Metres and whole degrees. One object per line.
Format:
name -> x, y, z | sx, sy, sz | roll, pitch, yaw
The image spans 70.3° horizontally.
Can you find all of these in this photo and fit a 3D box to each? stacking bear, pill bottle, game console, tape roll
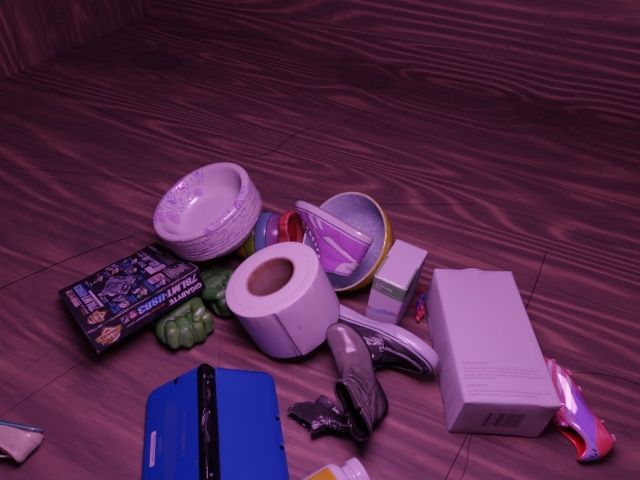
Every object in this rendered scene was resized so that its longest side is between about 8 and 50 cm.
stacking bear -> -0.211, -0.010, 1.362 | 0.288, 0.176, 0.164 | 2, 16, 14
pill bottle -> 0.005, 0.500, 0.875 | 0.184, 0.103, 0.103 | -21, 49, -22
game console -> -0.231, 0.438, 0.984 | 0.250, 0.173, 0.293 | -29, 44, 12
tape roll -> -0.091, 0.144, 1.137 | 0.246, 0.169, 0.246 | -16, 38, 13

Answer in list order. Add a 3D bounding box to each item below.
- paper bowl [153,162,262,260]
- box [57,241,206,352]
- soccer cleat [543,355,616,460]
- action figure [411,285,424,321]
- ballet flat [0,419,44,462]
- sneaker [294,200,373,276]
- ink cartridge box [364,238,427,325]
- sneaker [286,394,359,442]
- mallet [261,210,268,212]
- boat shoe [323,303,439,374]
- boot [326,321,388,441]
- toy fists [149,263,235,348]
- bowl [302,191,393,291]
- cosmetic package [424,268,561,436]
paper bowl -> -0.293, -0.067, 1.237 | 0.284, 0.148, 0.284 | -14, 45, 15
box -> -0.497, 0.129, 1.190 | 0.293, 0.073, 0.295 | -34, 33, -29
soccer cleat -> 0.561, 0.380, 1.052 | 0.095, 0.083, 0.248 | -16, 49, -12
action figure -> 0.275, 0.180, 1.271 | 0.030, 0.038, 0.115 | 24, 42, -10
ballet flat -> -0.713, 0.406, 0.959 | 0.248, 0.086, 0.086 | 13, 45, 9
sneaker -> 0.000, 0.000, 1.243 | 0.102, 0.161, 0.282 | 18, 13, -47
ink cartridge box -> 0.193, 0.130, 1.190 | 0.093, 0.212, 0.154 | 22, 48, 19
sneaker -> 0.011, 0.410, 1.011 | 0.089, 0.051, 0.170 | -34, 50, -32
mallet -> -0.241, -0.039, 1.474 | 0.189, 0.039, 0.062 | -27, 48, -22
boat shoe -> 0.122, 0.268, 1.132 | 0.335, 0.121, 0.119 | 17, 52, 30
boot -> 0.068, 0.296, 0.995 | 0.083, 0.161, 0.247 | -31, 76, 16
toy fists -> -0.310, 0.170, 1.207 | 0.142, 0.096, 0.279 | 30, 49, 24
bowl -> 0.103, 0.020, 1.318 | 0.156, 0.289, 0.289 | 23, 23, -48
cosmetic package -> 0.397, 0.256, 1.116 | 0.217, 0.156, 0.385 | 4, 43, 0
